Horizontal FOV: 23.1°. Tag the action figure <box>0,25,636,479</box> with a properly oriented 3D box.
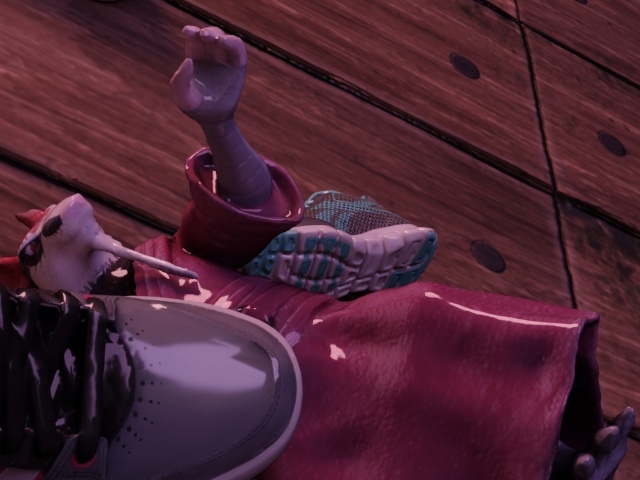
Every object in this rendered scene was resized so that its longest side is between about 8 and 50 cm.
[{"bbox_3d":[-0.015,0.064,0.837,0.370,0.248,0.276,26,-7,23],"label":"action figure"}]

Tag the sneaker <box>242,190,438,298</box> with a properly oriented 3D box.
[{"bbox_3d":[0.000,0.000,1.051,0.166,0.065,0.076,1,34,-47],"label":"sneaker"}]

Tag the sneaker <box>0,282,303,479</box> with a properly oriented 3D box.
[{"bbox_3d":[-0.145,0.047,0.614,0.295,0.178,0.124,-3,70,-10],"label":"sneaker"}]

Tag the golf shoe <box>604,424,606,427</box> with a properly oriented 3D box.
[{"bbox_3d":[0.126,0.098,1.016,0.198,0.094,0.077,21,37,-28],"label":"golf shoe"}]
